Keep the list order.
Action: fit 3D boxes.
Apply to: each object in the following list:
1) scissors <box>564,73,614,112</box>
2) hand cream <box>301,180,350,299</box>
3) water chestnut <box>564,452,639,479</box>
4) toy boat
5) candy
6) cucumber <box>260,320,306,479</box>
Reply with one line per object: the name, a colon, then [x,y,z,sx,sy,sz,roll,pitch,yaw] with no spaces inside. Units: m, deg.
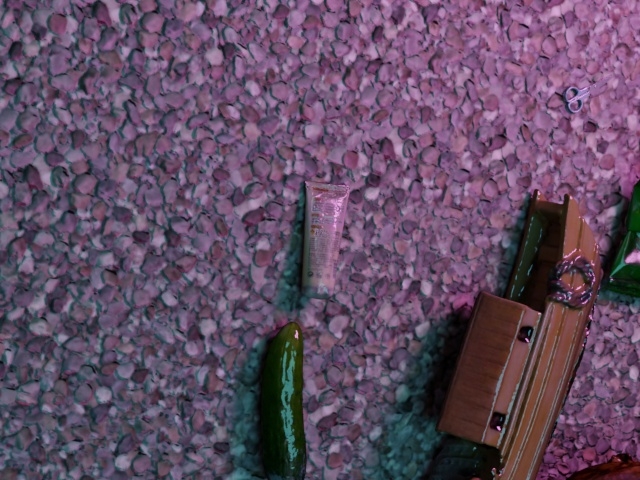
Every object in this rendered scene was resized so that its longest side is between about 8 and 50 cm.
scissors: [0.354,-0.197,2.028,0.083,0.006,0.036,-30,111,-18]
hand cream: [0.000,0.000,1.883,0.061,0.039,0.143,8,86,-19]
water chestnut: [0.429,0.398,2.016,0.350,0.302,0.350,0,128,0]
toy boat: [0.236,0.152,1.970,0.162,0.136,0.445,24,83,-30]
candy: [0.464,-0.012,2.073,0.141,0.078,0.203,14,104,-15]
cucumber: [-0.045,0.222,1.883,0.056,0.056,0.250,-4,97,-24]
